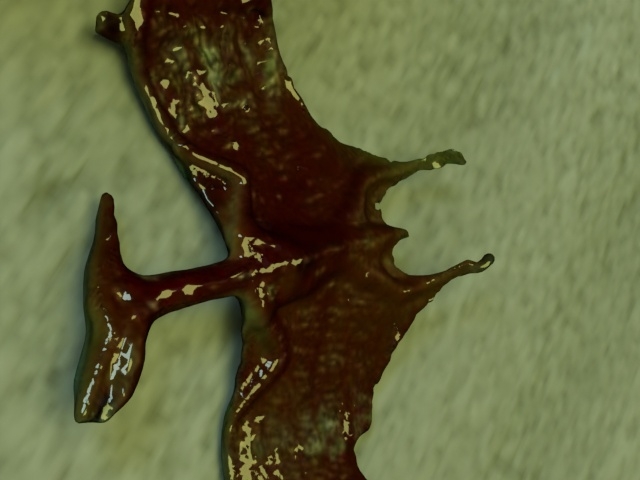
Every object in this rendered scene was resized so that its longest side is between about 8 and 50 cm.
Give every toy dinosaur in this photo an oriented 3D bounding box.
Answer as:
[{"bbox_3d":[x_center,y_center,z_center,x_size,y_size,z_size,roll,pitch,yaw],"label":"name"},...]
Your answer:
[{"bbox_3d":[0.006,-0.007,0.436,0.207,0.113,0.327,16,74,-30],"label":"toy dinosaur"}]
